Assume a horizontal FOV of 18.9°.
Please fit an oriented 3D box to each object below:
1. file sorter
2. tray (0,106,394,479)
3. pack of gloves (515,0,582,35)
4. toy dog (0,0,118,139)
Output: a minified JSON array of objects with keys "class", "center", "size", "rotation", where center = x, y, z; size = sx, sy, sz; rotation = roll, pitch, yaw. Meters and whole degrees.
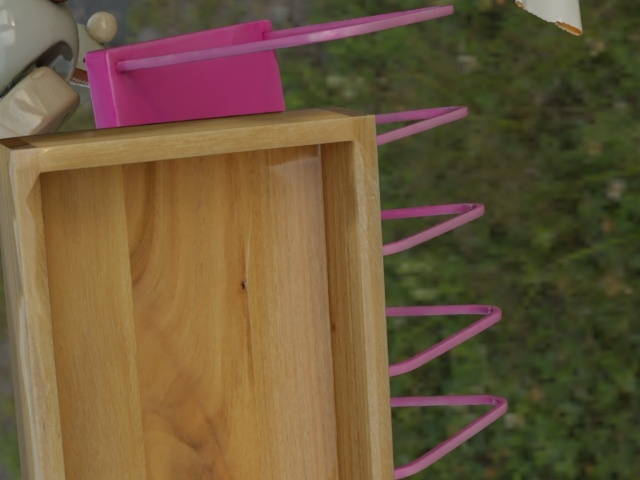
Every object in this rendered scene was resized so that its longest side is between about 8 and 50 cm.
[{"class":"file sorter","center":[0.000,0.000,1.256],"size":[0.182,0.202,0.291],"rotation":[-5,99,30]},{"class":"tray","center":[-0.064,0.139,1.093],"size":[0.076,0.202,0.411],"rotation":[-156,61,-68]},{"class":"pack of gloves","center":[0.158,-0.310,1.614],"size":[0.046,0.195,0.232],"rotation":[-26,55,40]},{"class":"toy dog","center":[-0.210,-0.171,1.489],"size":[0.161,0.220,0.334],"rotation":[-41,20,10]}]
